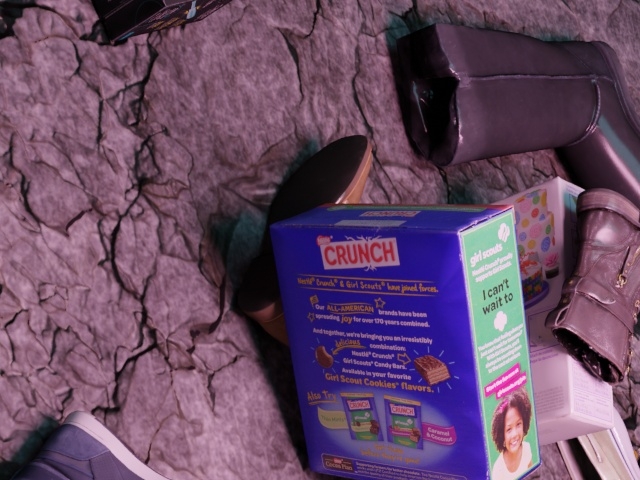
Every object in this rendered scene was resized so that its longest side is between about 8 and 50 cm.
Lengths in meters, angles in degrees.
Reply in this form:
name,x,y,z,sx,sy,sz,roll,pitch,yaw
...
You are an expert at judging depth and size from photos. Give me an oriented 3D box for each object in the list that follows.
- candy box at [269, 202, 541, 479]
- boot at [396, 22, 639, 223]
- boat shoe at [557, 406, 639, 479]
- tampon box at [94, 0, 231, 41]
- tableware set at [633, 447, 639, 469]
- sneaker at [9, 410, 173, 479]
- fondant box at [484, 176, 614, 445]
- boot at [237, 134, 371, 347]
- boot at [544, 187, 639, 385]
name,x,y,z,sx,sy,sz,roll,pitch,yaw
candy box,0.099,0.119,1.612,0.122,0.268,0.317,-26,112,-48
boot,0.332,-0.150,2.101,0.445,0.146,0.367,-3,66,-48
boat shoe,0.425,0.383,2.027,0.094,0.109,0.302,-15,75,-30
tampon box,-0.185,-0.323,1.703,0.161,0.120,0.101,-24,92,-46
tableware set,0.497,0.393,2.135,0.104,0.024,0.154,-10,82,-42
sneaker,-0.216,0.295,1.411,0.226,0.086,0.163,35,40,7
fondant box,0.265,0.109,1.871,0.096,0.238,0.330,18,62,-37
boot,0.000,0.000,1.773,0.115,0.112,0.305,48,54,-34
boot,0.388,0.081,1.782,0.263,0.091,0.229,31,60,-29
